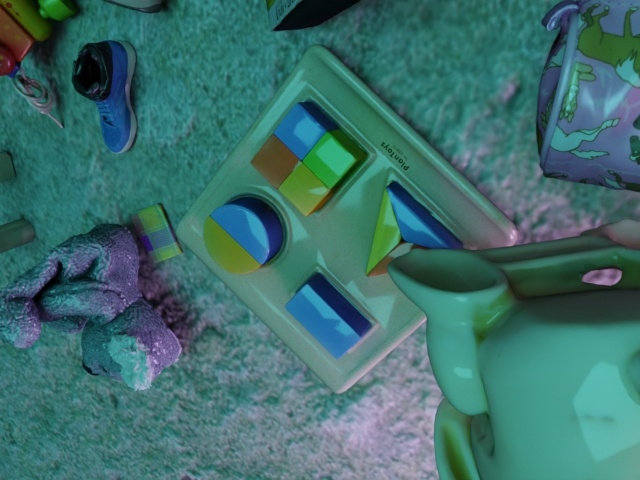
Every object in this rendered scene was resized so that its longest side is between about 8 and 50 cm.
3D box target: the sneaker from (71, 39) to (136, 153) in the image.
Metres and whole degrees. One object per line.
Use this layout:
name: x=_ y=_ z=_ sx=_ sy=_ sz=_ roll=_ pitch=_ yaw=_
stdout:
sneaker: x=-0.288 y=-0.184 z=0.722 sx=0.058 sy=0.084 sz=0.152 roll=21 pitch=115 yaw=15

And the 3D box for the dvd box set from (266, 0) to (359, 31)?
dvd box set: x=-0.028 y=-0.398 z=0.425 sx=0.062 sy=0.307 sz=0.420 roll=-10 pitch=107 yaw=-9

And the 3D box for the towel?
towel: x=-0.241 y=-0.011 z=0.807 sx=0.060 sy=0.009 sz=0.083 roll=-17 pitch=101 yaw=26

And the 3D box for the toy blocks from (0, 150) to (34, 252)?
toy blocks: x=-0.656 y=-0.096 z=0.810 sx=0.289 sy=0.260 sz=0.308 roll=2 pitch=109 yaw=23

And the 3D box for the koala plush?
koala plush: x=-0.295 y=0.112 z=0.776 sx=0.203 sy=0.196 sz=0.221 roll=-43 pitch=88 yaw=-3

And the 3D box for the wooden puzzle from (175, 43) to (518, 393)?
wooden puzzle: x=0.000 y=0.000 z=0.668 sx=0.322 sy=0.080 sz=0.348 roll=44 pitch=119 yaw=3

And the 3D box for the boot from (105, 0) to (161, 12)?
boot: x=-0.273 y=-0.376 z=0.601 sx=0.236 sy=0.085 sz=0.178 roll=12 pitch=116 yaw=-27

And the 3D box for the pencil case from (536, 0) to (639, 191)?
pencil case: x=0.370 y=-0.107 z=0.430 sx=0.386 sy=0.160 sz=0.167 roll=9 pitch=83 yaw=21

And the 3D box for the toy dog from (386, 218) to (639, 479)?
toy dog: x=0.254 y=0.216 z=0.467 sx=0.285 sy=0.395 sz=0.407 roll=-11 pitch=102 yaw=-7

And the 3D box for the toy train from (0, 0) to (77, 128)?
toy train: x=-0.384 y=-0.281 z=0.730 sx=0.143 sy=0.105 sz=0.248 roll=-34 pitch=133 yaw=5
